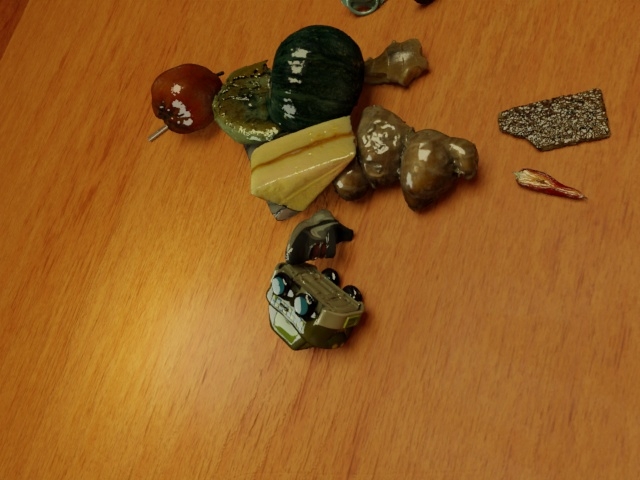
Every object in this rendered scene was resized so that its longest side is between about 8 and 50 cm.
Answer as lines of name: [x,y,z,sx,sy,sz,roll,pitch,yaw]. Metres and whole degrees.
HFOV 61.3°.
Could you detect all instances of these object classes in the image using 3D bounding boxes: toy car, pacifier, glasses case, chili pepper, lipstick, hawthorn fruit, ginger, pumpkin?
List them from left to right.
lipstick: [-0.575,-0.385,1.924,0.094,0.019,0.019,-32,59,14]
hawthorn fruit: [-0.420,-0.477,1.777,0.224,0.224,0.261,26,62,33]
glasses case: [-0.133,-0.202,1.590,0.114,0.060,0.299,-31,60,9]
toy car: [-0.030,0.183,1.337,0.248,0.204,0.198,36,114,35]
pumpkin: [-0.007,-0.427,1.439,0.264,0.197,0.292,14,95,-7]
pacifier: [0.131,-0.762,1.656,0.150,0.126,0.116,-5,31,10]
ginger: [0.166,-0.503,1.536,0.295,0.086,0.131,11,100,36]
ginger: [0.208,-0.199,1.350,0.375,0.176,0.256,14,95,30]
chili pepper: [0.521,-0.126,1.229,0.178,0.027,0.045,24,88,33]

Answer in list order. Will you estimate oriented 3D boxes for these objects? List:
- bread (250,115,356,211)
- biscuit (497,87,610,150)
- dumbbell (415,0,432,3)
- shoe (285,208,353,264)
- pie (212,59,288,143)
bread: [-0.052,-0.221,1.387,0.264,0.163,0.167,-44,40,39]
biscuit: [0.543,-0.276,1.276,0.237,0.026,0.131,-9,66,24]
dumbbell: [0.270,-0.800,1.564,0.140,0.124,0.225,-39,58,11]
shoe: [0.000,0.000,1.374,0.112,0.227,0.099,23,126,17]
pie: [-0.178,-0.415,1.645,0.371,0.078,0.296,36,70,30]
